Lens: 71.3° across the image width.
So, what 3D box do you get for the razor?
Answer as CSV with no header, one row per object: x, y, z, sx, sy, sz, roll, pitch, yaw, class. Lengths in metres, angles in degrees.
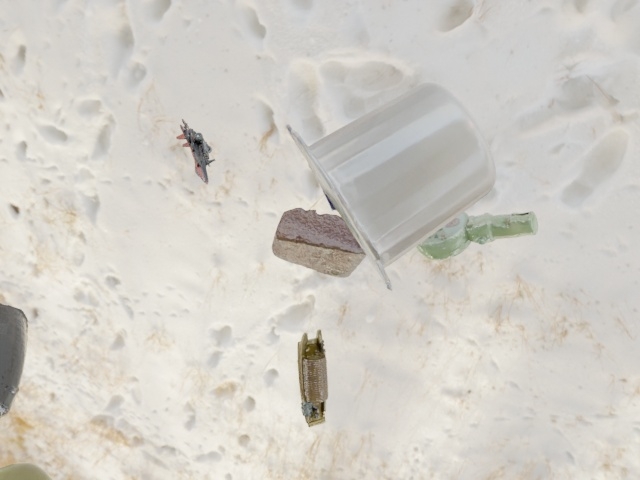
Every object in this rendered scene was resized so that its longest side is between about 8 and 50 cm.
-0.832,0.284,1.092,0.189,0.327,0.107,20,114,-34,razor

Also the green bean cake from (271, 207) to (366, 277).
0.000,0.000,1.130,0.233,0.097,0.198,18,151,-3,green bean cake

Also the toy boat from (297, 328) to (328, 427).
-0.021,0.438,1.418,0.115,0.089,0.310,176,92,-67,toy boat

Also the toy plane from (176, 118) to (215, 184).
-0.289,-0.207,1.073,0.189,0.061,0.130,56,176,30,toy plane

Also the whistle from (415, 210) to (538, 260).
0.288,-0.018,0.883,0.258,0.126,0.067,-8,131,36,whistle

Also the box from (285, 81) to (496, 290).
0.101,-0.109,0.646,0.206,0.262,0.291,-31,61,2,box

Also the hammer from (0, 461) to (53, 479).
-0.486,0.476,0.606,0.113,0.305,0.202,21,101,-12,hammer
